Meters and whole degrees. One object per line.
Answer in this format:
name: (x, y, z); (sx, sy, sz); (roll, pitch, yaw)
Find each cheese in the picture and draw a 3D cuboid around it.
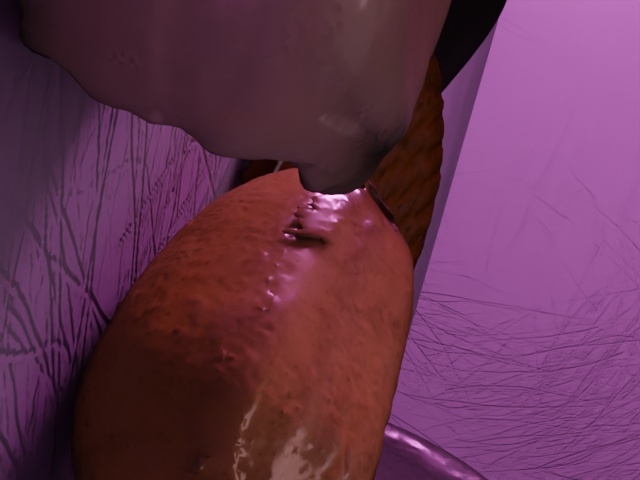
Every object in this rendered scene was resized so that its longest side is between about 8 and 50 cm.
cheese: (-0.007, -0.138, 0.426); (0.266, 0.127, 0.233); (10, 96, -83)

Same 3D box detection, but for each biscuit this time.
biscuit: (0.012, -0.011, 0.897); (0.318, 0.040, 0.318); (-45, 144, -47)

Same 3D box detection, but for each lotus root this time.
lotus root: (-0.036, 0.070, 0.597); (0.130, 0.146, 0.303); (-26, -154, 35)

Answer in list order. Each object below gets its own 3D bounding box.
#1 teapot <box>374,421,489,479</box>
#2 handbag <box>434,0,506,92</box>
teapot: (-0.036, 0.292, 0.736); (0.300, 0.253, 0.344); (-8, 120, -65)
handbag: (0.113, -0.249, 1.062); (0.285, 0.113, 0.257); (107, 10, -57)
